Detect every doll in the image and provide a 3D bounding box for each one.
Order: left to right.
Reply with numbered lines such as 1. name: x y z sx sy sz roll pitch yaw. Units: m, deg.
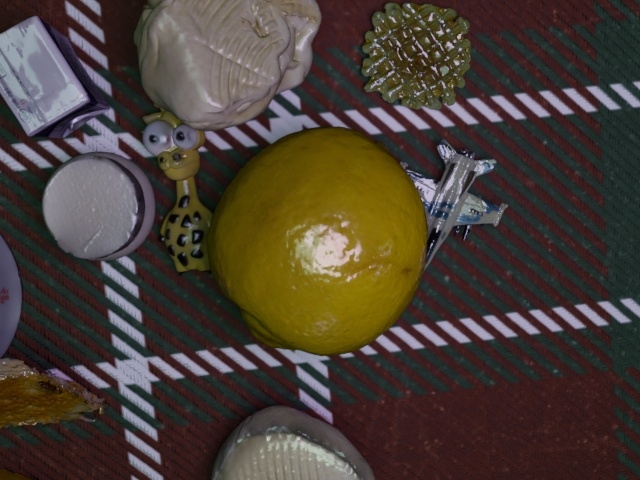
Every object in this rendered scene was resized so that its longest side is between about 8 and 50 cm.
1. doll: -0.217 -0.087 1.263 0.117 0.086 0.291 -5 98 12

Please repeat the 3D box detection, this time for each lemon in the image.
1. lemon: 0.000 0.000 1.176 0.347 0.348 0.348 -1 97 -5

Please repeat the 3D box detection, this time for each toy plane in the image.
1. toy plane: 0.193 -0.031 1.316 0.192 0.088 0.262 23 105 -2

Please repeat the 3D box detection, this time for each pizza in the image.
1. pizza: -0.482 0.243 1.247 0.296 0.071 0.189 6 136 -22

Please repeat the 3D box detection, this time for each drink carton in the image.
1. drink carton: -0.395 -0.231 1.158 0.101 0.222 0.134 -33 99 -1

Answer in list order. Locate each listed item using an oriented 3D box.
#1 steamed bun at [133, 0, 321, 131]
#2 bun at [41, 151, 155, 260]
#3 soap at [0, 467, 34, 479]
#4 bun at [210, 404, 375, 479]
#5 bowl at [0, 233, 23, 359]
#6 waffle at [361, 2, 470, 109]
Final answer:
1. steamed bun: -0.151 -0.303 1.182 0.275 0.203 0.289 -7 87 -31
2. bun: -0.339 -0.054 1.238 0.172 0.120 0.173 0 94 3
3. soap: -0.610 0.528 1.270 0.293 0.156 0.335 15 96 -10
4. bun: -0.041 0.405 1.314 0.287 0.146 0.288 2 103 8
5. bowl: -0.651 0.095 1.210 0.345 0.157 0.346 -1 97 -6
6. waffle: 0.157 -0.301 1.296 0.183 0.036 0.170 7 98 -6
